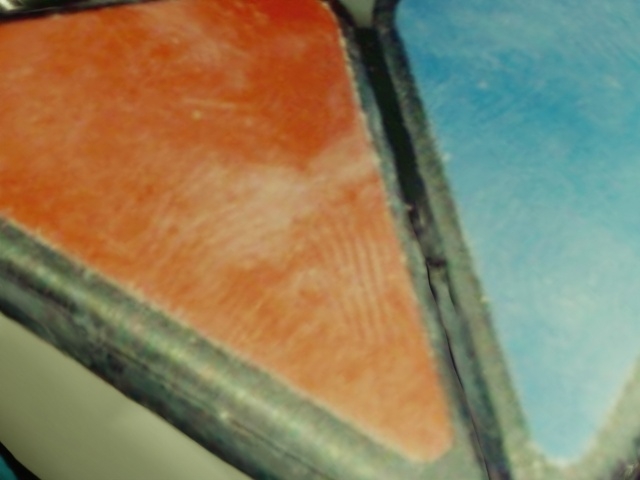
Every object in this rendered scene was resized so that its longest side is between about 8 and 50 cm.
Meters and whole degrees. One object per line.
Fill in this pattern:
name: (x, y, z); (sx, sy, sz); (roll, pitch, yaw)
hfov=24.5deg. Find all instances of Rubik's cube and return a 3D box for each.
Rubik's cube: (0.000, 0.000, 0.553); (0.305, 0.307, 0.310); (-53, 160, -27)
